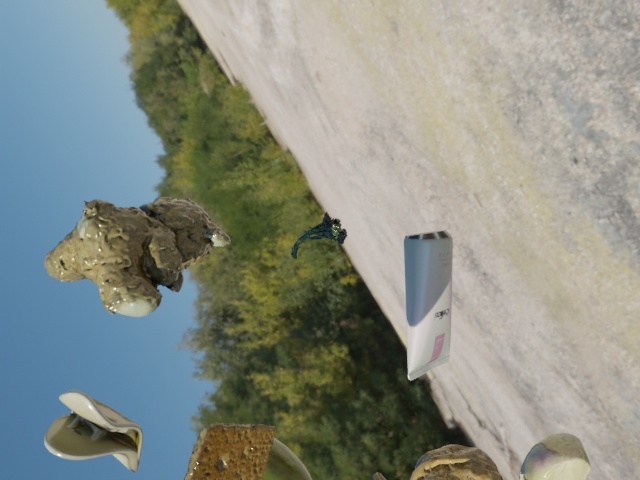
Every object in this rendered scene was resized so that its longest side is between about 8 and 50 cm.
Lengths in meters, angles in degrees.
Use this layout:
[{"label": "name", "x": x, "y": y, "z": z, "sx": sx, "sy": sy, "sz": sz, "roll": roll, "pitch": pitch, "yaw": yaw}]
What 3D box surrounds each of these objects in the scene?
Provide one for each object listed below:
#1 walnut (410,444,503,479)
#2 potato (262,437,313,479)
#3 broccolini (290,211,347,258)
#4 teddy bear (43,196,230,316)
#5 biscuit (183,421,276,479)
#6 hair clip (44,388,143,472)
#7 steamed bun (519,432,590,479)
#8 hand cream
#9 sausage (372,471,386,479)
[{"label": "walnut", "x": 0.347, "y": 0.624, "z": 1.558, "sx": 0.198, "sy": 0.245, "sz": 0.198, "roll": -15, "pitch": -90, "yaw": -75}, {"label": "potato", "x": -0.129, "y": 0.580, "z": 1.431, "sx": 0.304, "sy": 0.216, "sz": 0.216, "roll": 31, "pitch": 171, "yaw": 13}, {"label": "broccolini", "x": -0.006, "y": 0.003, "z": 2.075, "sx": 0.123, "sy": 0.271, "sz": 0.062, "roll": 39, "pitch": -135, "yaw": -11}, {"label": "teddy bear", "x": -0.288, "y": 0.006, "z": 1.004, "sx": 0.267, "sy": 0.256, "sz": 0.156, "roll": 17, "pitch": 107, "yaw": 35}, {"label": "biscuit", "x": -0.138, "y": 0.353, "z": 0.808, "sx": 0.025, "sy": 0.231, "sz": 0.131, "roll": 13, "pitch": 174, "yaw": 44}, {"label": "hair clip", "x": -0.440, "y": 0.361, "z": 1.177, "sx": 0.172, "sy": 0.113, "sz": 0.282, "roll": 26, "pitch": 163, "yaw": 10}, {"label": "steamed bun", "x": 0.649, "y": 0.660, "z": 1.723, "sx": 0.152, "sy": 0.239, "sz": 0.170, "roll": 17, "pitch": -165, "yaw": 4}, {"label": "hand cream", "x": 0.270, "y": 0.153, "z": 1.505, "sx": 0.118, "sy": 0.185, "sz": 0.359, "roll": 4, "pitch": 100, "yaw": 41}, {"label": "sausage", "x": 0.122, "y": 0.428, "z": 0.978, "sx": 0.132, "sy": 0.024, "sz": 0.024, "roll": 46, "pitch": 169, "yaw": 46}]
